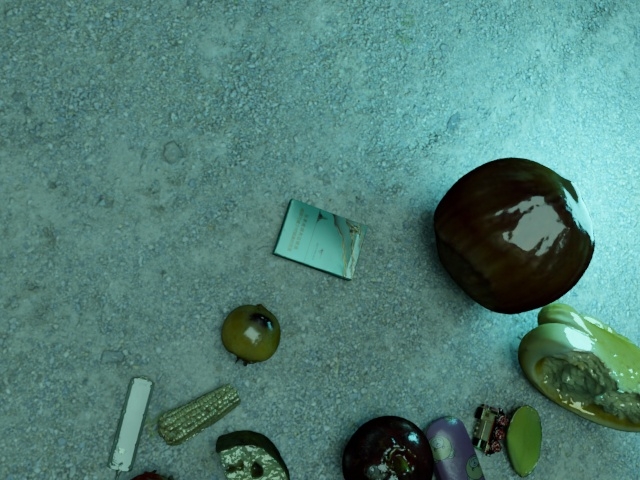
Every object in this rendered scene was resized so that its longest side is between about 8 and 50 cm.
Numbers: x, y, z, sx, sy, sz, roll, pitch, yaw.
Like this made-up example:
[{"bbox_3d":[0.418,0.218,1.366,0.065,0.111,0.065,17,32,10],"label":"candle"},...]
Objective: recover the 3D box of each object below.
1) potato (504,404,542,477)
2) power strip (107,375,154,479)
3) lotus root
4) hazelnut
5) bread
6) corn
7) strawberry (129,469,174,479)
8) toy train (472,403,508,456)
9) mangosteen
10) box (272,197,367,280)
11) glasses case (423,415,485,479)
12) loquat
[{"bbox_3d":[0.570,0.565,1.743,0.119,0.054,0.197,-6,89,-20],"label":"potato"},{"bbox_3d":[-0.461,0.455,1.487,0.060,0.027,0.252,16,78,-14],"label":"power strip"},{"bbox_3d":[-0.156,0.569,1.507,0.138,0.119,0.235,-34,91,-11],"label":"lotus root"},{"bbox_3d":[0.513,-0.016,1.638,0.353,0.421,0.420,3,78,-60],"label":"hazelnut"},{"bbox_3d":[0.764,0.348,1.682,0.424,0.329,0.245,33,75,-3],"label":"bread"},{"bbox_3d":[-0.299,0.427,1.513,0.211,0.087,0.087,-25,89,-24],"label":"corn"},{"bbox_3d":[-0.423,0.661,1.397,0.244,0.205,0.205,-38,93,4],"label":"strawberry"},{"bbox_3d":[0.471,0.533,1.722,0.087,0.050,0.138,20,79,-7],"label":"toy train"},{"bbox_3d":[0.177,0.554,1.525,0.236,0.261,0.235,3,74,-9],"label":"mangosteen"},{"bbox_3d":[0.001,0.000,1.671,0.229,0.041,0.162,19,78,-12],"label":"box"},{"bbox_3d":[0.377,0.636,1.666,0.123,0.076,0.316,-19,88,-17],"label":"glasses case"},{"bbox_3d":[-0.174,0.236,1.542,0.163,0.137,0.163,0,89,-33],"label":"loquat"}]
